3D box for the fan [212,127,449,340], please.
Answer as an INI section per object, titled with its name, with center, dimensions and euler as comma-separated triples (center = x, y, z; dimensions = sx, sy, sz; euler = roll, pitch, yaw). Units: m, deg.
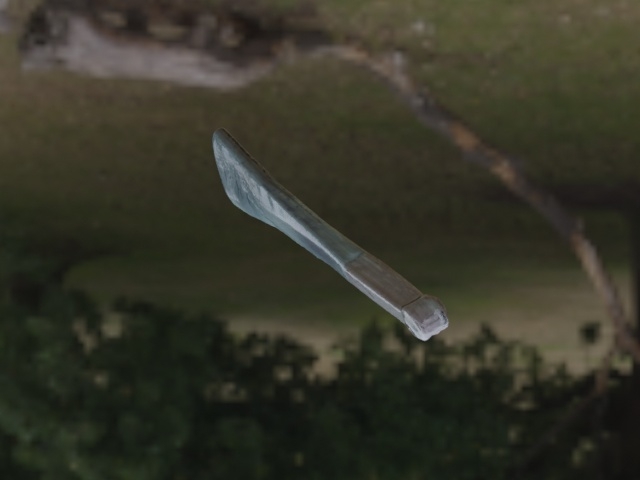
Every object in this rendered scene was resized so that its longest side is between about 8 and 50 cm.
[fan]
center = 0.000, 0.000, 1.089
dimensions = 0.023, 0.057, 0.282
euler = -23, -149, -18
